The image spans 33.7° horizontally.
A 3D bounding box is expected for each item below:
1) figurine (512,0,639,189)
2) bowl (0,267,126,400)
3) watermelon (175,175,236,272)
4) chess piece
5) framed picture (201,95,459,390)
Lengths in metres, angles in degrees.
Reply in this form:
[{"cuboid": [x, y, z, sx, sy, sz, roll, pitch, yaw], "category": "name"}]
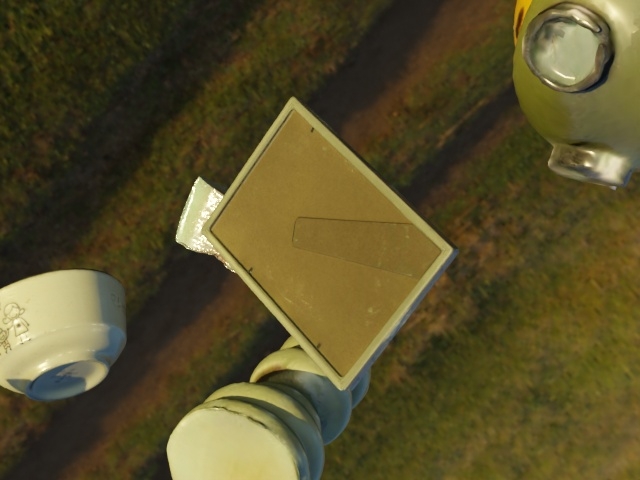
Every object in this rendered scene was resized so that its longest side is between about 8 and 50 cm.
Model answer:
[{"cuboid": [0.160, -0.083, 0.345, 0.167, 0.250, 0.141, 71, 37, -50], "category": "figurine"}, {"cuboid": [-0.388, 0.152, 1.560, 0.237, 0.126, 0.238, -19, 153, -10], "category": "bowl"}, {"cuboid": [-0.073, 0.013, 1.480, 0.094, 0.241, 0.154, -60, 159, 11], "category": "watermelon"}, {"cuboid": [-0.028, 0.161, 1.001, 0.133, 0.133, 0.243, -54, 172, 31], "category": "chess piece"}, {"cuboid": [0.000, 0.000, 0.860, 0.015, 0.203, 0.150, 6, 124, -55], "category": "framed picture"}]
